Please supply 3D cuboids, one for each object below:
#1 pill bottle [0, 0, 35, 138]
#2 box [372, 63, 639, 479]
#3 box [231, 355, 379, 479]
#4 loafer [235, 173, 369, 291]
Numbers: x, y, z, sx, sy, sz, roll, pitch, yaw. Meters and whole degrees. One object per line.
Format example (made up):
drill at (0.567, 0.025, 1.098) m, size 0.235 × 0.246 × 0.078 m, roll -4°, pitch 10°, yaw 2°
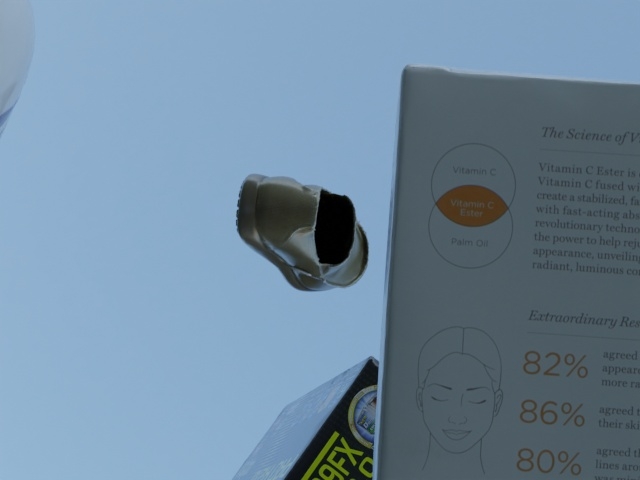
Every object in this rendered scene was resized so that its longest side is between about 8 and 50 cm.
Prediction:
pill bottle at (-0.215, -0.053, 0.550) m, size 0.169 × 0.169 × 0.301 m, roll 39°, pitch -59°, yaw 15°
box at (0.089, 0.024, 0.529) m, size 0.130 × 0.091 × 0.170 m, roll 4°, pitch -88°, yaw 3°
box at (-0.036, 0.201, 0.990) m, size 0.060 × 0.216 × 0.270 m, roll 39°, pitch -19°, yaw -2°
loafer at (0.000, 0.000, 0.818) m, size 0.050 × 0.148 × 0.056 m, roll 6°, pitch -98°, yaw 25°
